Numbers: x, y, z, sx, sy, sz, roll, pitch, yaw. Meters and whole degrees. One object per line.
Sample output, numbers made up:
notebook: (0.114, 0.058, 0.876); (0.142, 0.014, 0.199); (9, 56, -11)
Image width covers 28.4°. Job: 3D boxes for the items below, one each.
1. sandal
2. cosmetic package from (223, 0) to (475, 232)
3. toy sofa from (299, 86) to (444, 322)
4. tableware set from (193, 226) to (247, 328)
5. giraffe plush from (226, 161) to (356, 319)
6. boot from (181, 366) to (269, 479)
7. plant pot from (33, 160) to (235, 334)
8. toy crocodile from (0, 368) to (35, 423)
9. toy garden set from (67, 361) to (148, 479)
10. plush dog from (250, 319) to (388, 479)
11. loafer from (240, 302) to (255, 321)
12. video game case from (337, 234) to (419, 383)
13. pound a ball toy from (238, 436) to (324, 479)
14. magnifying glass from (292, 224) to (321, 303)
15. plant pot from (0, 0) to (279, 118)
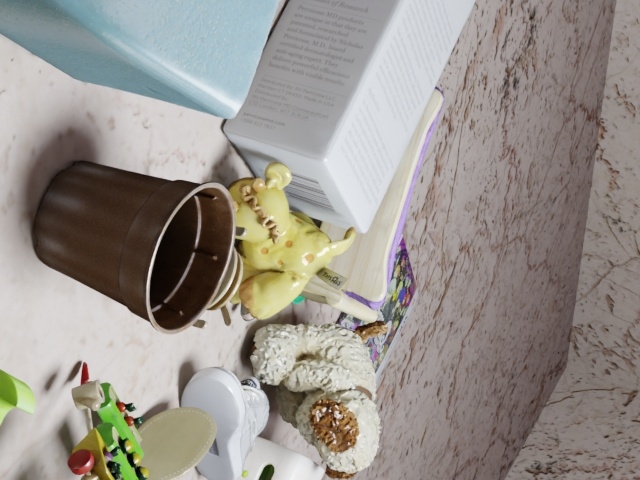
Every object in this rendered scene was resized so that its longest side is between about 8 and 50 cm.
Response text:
sandal: (-0.240, 0.309, 1.658); (0.240, 0.088, 0.079); (-42, 176, -38)
cosmetic package: (0.060, -0.268, 1.748); (0.453, 0.161, 0.230); (-64, 155, -17)
toy sofa: (0.082, -0.065, 1.903); (0.150, 0.177, 0.363); (30, 74, -64)
tableware set: (-0.150, 0.039, 1.477); (0.039, 0.194, 0.128); (30, 78, -38)
giraffe plush: (-0.076, -0.012, 1.670); (0.170, 0.210, 0.181); (50, 61, -31)
boot: (-0.131, 0.235, 1.819); (0.258, 0.095, 0.123); (96, 19, -48)
plant pot: (-0.203, -0.006, 1.349); (0.167, 0.165, 0.167); (-48, 149, -42)
toy crocodile: (-0.395, 0.265, 1.198); (0.340, 0.105, 0.115); (-59, 154, -26)
toy garden set: (-0.229, 0.246, 1.449); (0.244, 0.049, 0.204); (-107, 177, -51)
plush dog: (0.027, 0.247, 1.920); (0.262, 0.210, 0.225); (68, 7, -59)
loafer: (-0.091, 0.056, 1.822); (0.039, 0.045, 0.125); (53, 50, -43)
video game case: (0.110, 0.126, 2.322); (0.210, 0.041, 0.232); (-62, 156, -24)
pound a ball toy: (-0.115, 0.470, 1.955); (0.319, 0.135, 0.208); (-65, 157, -15)
magnifying glass: (0.000, 0.000, 2.004); (0.231, 0.026, 0.092); (-58, 154, -26)
plant pot: (-0.194, -0.278, 1.085); (0.252, 0.247, 0.248); (22, 87, -49)
